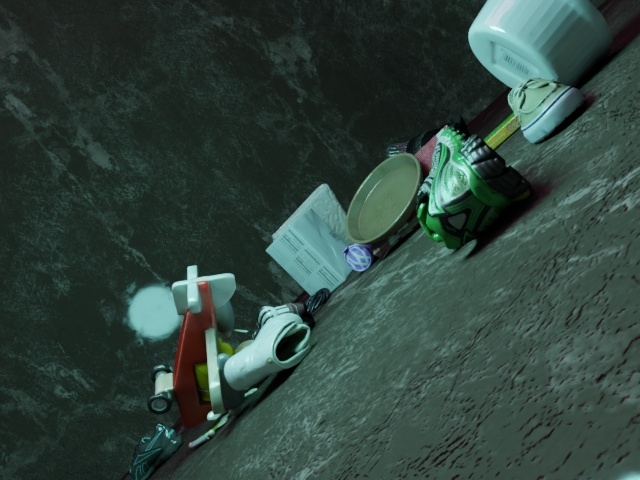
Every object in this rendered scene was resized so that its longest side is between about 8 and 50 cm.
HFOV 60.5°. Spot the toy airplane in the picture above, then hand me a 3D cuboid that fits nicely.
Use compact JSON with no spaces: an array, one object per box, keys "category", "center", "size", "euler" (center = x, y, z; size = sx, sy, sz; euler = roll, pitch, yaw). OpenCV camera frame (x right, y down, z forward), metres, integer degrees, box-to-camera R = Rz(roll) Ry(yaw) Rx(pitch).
[{"category":"toy airplane","center":[-0.258,0.253,1.361],"size":[0.384,0.272,0.386],"euler":[131,146,-59]}]

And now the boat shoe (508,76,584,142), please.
[{"category":"boat shoe","center":[0.394,-0.248,1.008],"size":[0.109,0.094,0.302],"euler":[-45,0,16]}]

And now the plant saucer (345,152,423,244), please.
[{"category":"plant saucer","center":[0.171,-0.105,1.450],"size":[0.278,0.041,0.278],"euler":[-40,31,31]}]

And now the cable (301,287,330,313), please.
[{"category":"cable","center":[-0.032,0.221,1.765],"size":[0.150,0.047,0.184],"euler":[-37,5,19]}]

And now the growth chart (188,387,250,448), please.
[{"category":"growth chart","center":[-0.249,0.448,1.433],"size":[0.172,0.021,0.237],"euler":[-44,1,36]}]

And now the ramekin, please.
[{"category":"ramekin","center":[0.448,-0.418,1.157],"size":[0.135,0.277,0.277],"euler":[-52,-1,6]}]

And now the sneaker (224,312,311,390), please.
[{"category":"sneaker","center":[-0.071,0.227,1.237],"size":[0.169,0.108,0.292],"euler":[-29,4,29]}]

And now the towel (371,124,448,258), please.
[{"category":"towel","center":[0.243,-0.127,1.435],"size":[0.329,0.037,0.237],"euler":[-44,30,26]}]

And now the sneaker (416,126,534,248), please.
[{"category":"sneaker","center":[0.199,-0.081,0.836],"size":[0.146,0.134,0.343],"euler":[-46,0,14]}]

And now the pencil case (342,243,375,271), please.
[{"category":"pencil case","center":[0.130,0.022,1.623],"size":[0.086,0.088,0.206],"euler":[-47,0,22]}]

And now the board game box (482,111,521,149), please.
[{"category":"board game box","center":[0.472,-0.282,1.417],"size":[0.259,0.039,0.124],"euler":[-42,1,38]}]

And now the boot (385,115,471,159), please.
[{"category":"boot","center":[0.312,-0.251,1.646],"size":[0.260,0.131,0.348],"euler":[-20,12,24]}]

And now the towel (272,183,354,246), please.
[{"category":"towel","center":[0.000,0.000,2.157],"size":[0.317,0.332,0.053],"euler":[-45,30,-21]}]

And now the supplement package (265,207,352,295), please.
[{"category":"supplement package","center":[-0.021,0.049,1.920],"size":[0.145,0.262,0.204],"euler":[-44,0,28]}]

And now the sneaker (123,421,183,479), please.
[{"category":"sneaker","center":[-0.566,0.706,1.781],"size":[0.267,0.106,0.101],"euler":[-46,1,0]}]

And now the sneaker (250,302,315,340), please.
[{"category":"sneaker","center":[-0.095,0.260,1.504],"size":[0.162,0.106,0.281],"euler":[-15,-30,-24]}]
